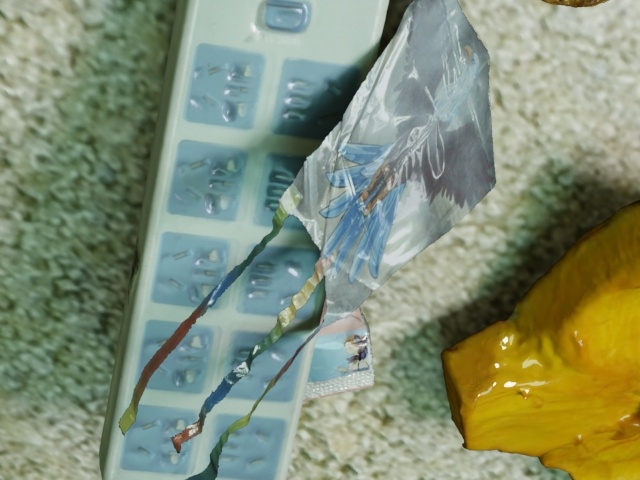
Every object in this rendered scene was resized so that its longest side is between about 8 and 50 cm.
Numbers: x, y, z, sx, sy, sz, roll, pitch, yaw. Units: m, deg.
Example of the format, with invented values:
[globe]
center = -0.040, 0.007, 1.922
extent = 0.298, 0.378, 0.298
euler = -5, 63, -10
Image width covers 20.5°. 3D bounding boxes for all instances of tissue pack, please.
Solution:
[tissue pack]
center = -0.018, 0.060, 1.054
extent = 0.094, 0.074, 0.059
euler = -12, 127, -4

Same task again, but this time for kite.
[kite]
center = -0.002, -0.001, 0.917
extent = 0.310, 0.015, 0.169
euler = -47, 144, -28

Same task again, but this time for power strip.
[power strip]
center = -0.042, -0.018, 0.944
extent = 0.106, 0.043, 0.367
euler = 6, 113, -15

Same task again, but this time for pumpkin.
[pumpkin]
center = 0.206, 0.094, 1.116
extent = 0.258, 0.095, 0.290
euler = 19, 128, -31

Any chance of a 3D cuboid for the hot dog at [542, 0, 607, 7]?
[hot dog]
center = 0.142, -0.155, 0.924
extent = 0.058, 0.035, 0.083
euler = 18, 125, -21
